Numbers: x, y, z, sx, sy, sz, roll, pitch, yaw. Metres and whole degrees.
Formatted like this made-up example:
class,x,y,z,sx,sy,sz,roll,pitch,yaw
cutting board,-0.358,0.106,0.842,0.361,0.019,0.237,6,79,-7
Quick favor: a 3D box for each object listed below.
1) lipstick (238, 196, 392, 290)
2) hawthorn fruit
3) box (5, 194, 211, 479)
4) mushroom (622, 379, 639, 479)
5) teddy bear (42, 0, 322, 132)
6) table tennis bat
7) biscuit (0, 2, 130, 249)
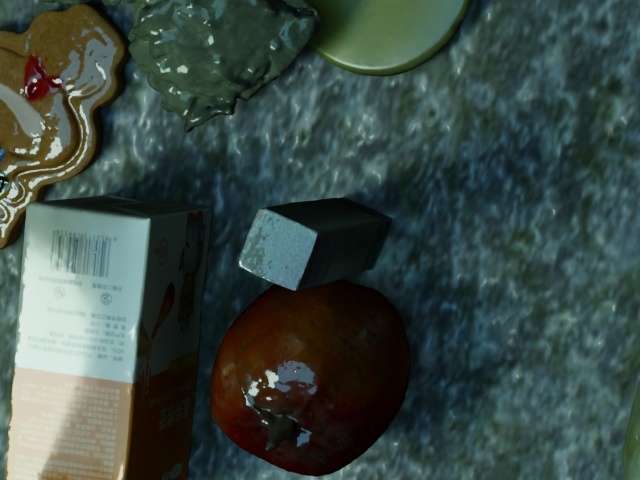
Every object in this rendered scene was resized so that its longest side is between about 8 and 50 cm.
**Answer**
class,x,y,z,sx,sy,sz,roll,pitch,yaw
lipstick,0.000,0.000,1.701,0.068,0.317,0.066,24,99,13
hawthorn fruit,-0.014,0.146,1.756,0.215,0.250,0.215,8,114,17
box,-0.231,0.127,1.822,0.143,0.225,0.341,8,95,13
mushroom,0.371,0.227,1.738,0.107,0.087,0.333,12,99,13
teddy bear,-0.154,-0.310,1.809,0.357,0.224,0.368,-10,107,16
table tennis bat,0.071,-0.363,1.800,0.224,0.054,0.369,11,100,19
biscuit,-0.358,-0.139,1.932,0.334,0.047,0.202,-43,82,13
